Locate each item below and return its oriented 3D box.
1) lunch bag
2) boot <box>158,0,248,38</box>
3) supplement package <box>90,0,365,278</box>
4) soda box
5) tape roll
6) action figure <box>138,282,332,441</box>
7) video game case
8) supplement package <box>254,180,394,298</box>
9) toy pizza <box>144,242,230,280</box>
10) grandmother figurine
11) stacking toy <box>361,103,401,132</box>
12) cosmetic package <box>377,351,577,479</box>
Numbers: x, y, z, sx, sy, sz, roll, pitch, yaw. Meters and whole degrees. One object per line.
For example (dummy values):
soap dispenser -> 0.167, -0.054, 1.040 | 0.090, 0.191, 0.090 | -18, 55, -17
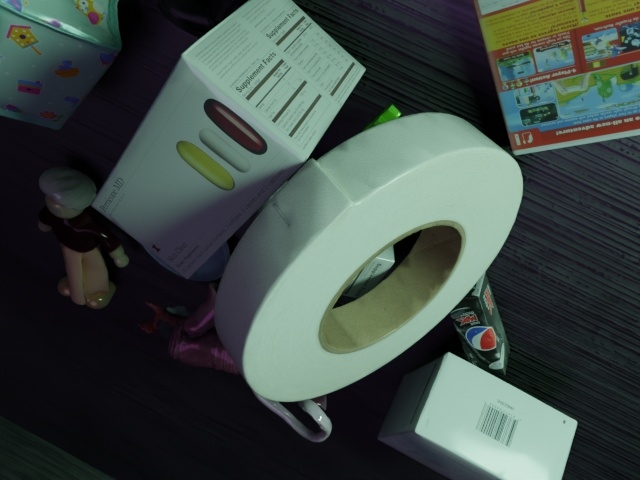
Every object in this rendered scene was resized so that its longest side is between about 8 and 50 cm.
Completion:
lunch bag -> -0.414, -0.269, 0.713 | 0.262, 0.160, 0.223 | 10, 153, -44
boot -> -0.129, -0.290, 0.698 | 0.121, 0.045, 0.099 | 33, 139, -13
supplement package -> -0.107, -0.117, 0.656 | 0.145, 0.204, 0.262 | 40, 134, -12
soda box -> 0.240, 0.128, 0.867 | 0.053, 0.060, 0.169 | -6, 126, 32
tape roll -> 0.065, 0.034, 0.663 | 0.072, 0.392, 0.392 | 50, 146, 31
action figure -> -0.146, 0.199, 1.006 | 0.370, 0.276, 0.248 | 11, 141, 0
video game case -> 0.261, -0.226, 0.561 | 0.204, 0.025, 0.285 | -6, 125, 32
supplement package -> 0.000, 0.000, 0.804 | 0.179, 0.105, 0.105 | 12, 140, -14
toy pizza -> -0.247, -0.008, 1.027 | 0.201, 0.032, 0.201 | 16, 135, 16
grandmother figurine -> -0.465, -0.002, 1.104 | 0.207, 0.104, 0.342 | 15, 138, 4
stacking toy -> -0.025, -0.167, 0.755 | 0.167, 0.052, 0.221 | 43, 133, -15
cosmetic package -> 0.241, 0.312, 0.934 | 0.224, 0.138, 0.225 | 28, 158, 3
